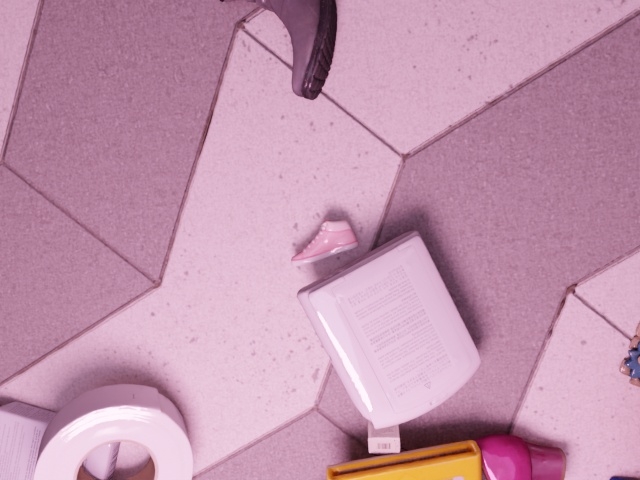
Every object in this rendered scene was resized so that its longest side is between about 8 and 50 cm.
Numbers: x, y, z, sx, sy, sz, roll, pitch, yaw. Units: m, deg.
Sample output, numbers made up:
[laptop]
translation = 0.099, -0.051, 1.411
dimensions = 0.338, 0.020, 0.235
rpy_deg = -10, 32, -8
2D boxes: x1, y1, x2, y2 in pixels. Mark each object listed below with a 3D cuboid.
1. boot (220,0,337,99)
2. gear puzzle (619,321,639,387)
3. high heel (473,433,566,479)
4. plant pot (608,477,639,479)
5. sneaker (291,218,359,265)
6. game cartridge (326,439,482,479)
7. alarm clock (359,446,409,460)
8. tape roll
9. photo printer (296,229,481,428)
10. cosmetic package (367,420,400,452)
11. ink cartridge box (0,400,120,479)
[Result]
[boot]
translation = -0.081, -0.424, 1.045
dimensions = 0.223, 0.118, 0.338
rpy_deg = 7, 87, 6
[gear puzzle]
translation = 0.748, 0.241, 1.088
dimensions = 0.339, 0.044, 0.175
rpy_deg = 20, 98, 2
[high heel]
translation = 0.345, 0.562, 1.121
dimensions = 0.181, 0.127, 0.377
rpy_deg = 11, 84, -7
[plant pot]
translation = 0.656, 0.602, 1.060
dimensions = 0.236, 0.212, 0.236
rpy_deg = 8, 98, 2
[sneaker]
translation = 0.000, 0.000, 1.114
dimensions = 0.134, 0.051, 0.070
rpy_deg = -19, 94, 3
[game cartridge]
translation = 0.171, 0.543, 1.117
dimensions = 0.285, 0.052, 0.323
rpy_deg = -10, 110, -2
[alarm clock]
translation = 0.117, 0.491, 1.166
dimensions = 0.129, 0.064, 0.192
rpy_deg = 32, 96, 0
[tape roll]
translation = -0.390, 0.424, 1.122
dimensions = 0.286, 0.100, 0.286
rpy_deg = -4, 102, -19
[photo printer]
translation = 0.136, 0.171, 1.074
dimensions = 0.256, 0.107, 0.307
rpy_deg = -29, 94, -9
[cosmetic package]
translation = 0.119, 0.345, 1.114
dimensions = 0.060, 0.115, 0.041
rpy_deg = -1, 120, 6
[ink cartridge box]
translation = -0.607, 0.512, 1.219
dimensions = 0.330, 0.071, 0.324
rpy_deg = 15, 97, 5
